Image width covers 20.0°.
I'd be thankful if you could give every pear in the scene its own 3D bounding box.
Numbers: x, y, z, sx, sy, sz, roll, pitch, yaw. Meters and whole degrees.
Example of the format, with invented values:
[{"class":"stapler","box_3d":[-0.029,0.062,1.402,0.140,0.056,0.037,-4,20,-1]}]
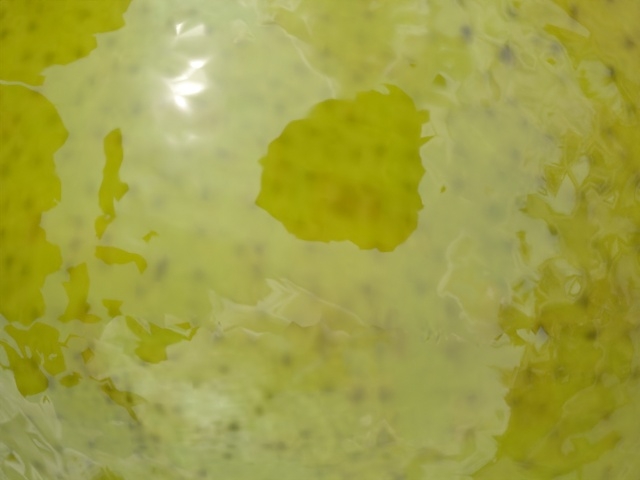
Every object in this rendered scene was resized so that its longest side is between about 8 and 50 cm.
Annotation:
[{"class":"pear","box_3d":[0.000,0.000,0.511,0.294,0.294,0.294,5,99,33]}]
